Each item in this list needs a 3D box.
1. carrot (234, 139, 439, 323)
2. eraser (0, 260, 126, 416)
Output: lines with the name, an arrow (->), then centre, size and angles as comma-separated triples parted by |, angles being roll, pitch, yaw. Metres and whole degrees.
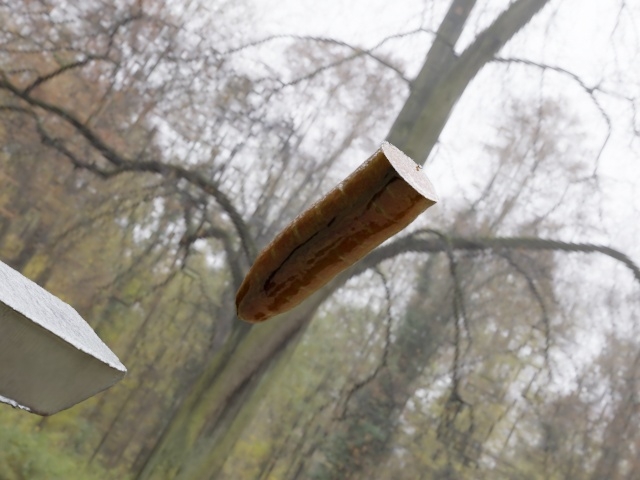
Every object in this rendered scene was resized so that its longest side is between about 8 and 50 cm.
carrot -> 0.000, 0.000, 0.581 | 0.048, 0.139, 0.048 | 44, 22, -22
eraser -> -0.280, 0.050, 0.790 | 0.111, 0.077, 0.352 | 44, -4, 29
